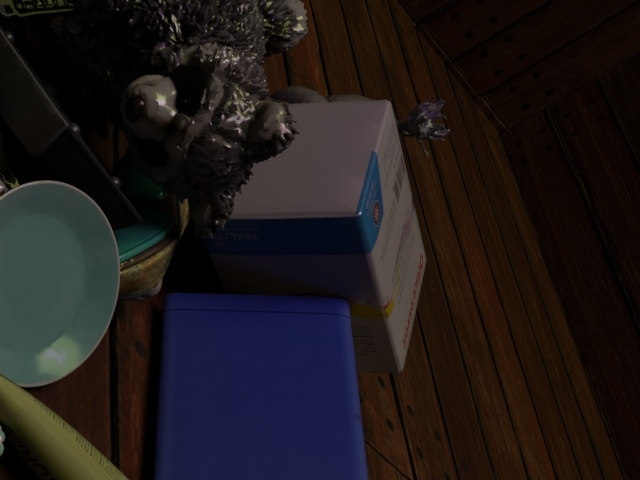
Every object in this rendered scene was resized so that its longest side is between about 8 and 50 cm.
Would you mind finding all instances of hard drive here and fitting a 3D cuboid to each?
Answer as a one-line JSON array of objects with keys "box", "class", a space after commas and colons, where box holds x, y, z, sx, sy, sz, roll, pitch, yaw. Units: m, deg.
[{"box": [-0.064, 0.171, 1.407, 0.319, 0.210, 0.040, -95, -171, -53], "class": "hard drive"}, {"box": [-0.278, -0.120, 1.357, 0.255, 0.054, 0.172, 50, -6, 42], "class": "hard drive"}]

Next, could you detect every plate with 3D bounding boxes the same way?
[{"box": [-0.258, 0.038, 1.220, 0.188, 0.024, 0.188, -13, 107, -49], "class": "plate"}]

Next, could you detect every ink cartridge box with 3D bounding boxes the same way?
[{"box": [0.000, 0.000, 1.621, 0.198, 0.197, 0.270, -74, 156, -43], "class": "ink cartridge box"}]

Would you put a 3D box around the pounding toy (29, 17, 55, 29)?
[{"box": [-0.311, -0.354, 1.642, 0.100, 0.141, 0.130, 51, 20, -24], "class": "pounding toy"}]

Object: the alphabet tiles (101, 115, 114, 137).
[{"box": [-0.245, -0.251, 1.670, 0.198, 0.009, 0.237, 89, 8, -50], "class": "alphabet tiles"}]

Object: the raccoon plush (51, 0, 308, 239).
[{"box": [-0.073, -0.183, 1.492, 0.446, 0.216, 0.299, -24, 61, -43], "class": "raccoon plush"}]

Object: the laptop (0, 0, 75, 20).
[{"box": [-0.322, -0.370, 1.449, 0.264, 0.136, 0.234, -14, 81, -41], "class": "laptop"}]

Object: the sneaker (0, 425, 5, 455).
[{"box": [-0.285, 0.162, 1.062, 0.069, 0.038, 0.098, 48, 21, -34], "class": "sneaker"}]

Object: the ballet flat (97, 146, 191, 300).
[{"box": [-0.199, -0.002, 1.460, 0.123, 0.123, 0.348, 53, 21, -18], "class": "ballet flat"}]

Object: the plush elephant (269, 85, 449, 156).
[{"box": [0.010, -0.078, 1.911, 0.272, 0.330, 0.255, 60, 35, -23], "class": "plush elephant"}]

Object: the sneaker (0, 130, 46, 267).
[{"box": [-0.318, -0.068, 1.287, 0.234, 0.078, 0.106, 63, 15, 0], "class": "sneaker"}]

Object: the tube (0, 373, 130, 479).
[{"box": [-0.228, 0.181, 1.156, 0.240, 0.070, 0.062, 52, 30, -22], "class": "tube"}]
